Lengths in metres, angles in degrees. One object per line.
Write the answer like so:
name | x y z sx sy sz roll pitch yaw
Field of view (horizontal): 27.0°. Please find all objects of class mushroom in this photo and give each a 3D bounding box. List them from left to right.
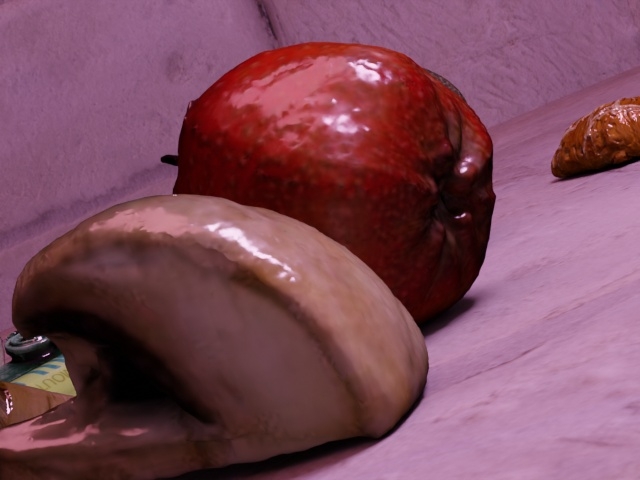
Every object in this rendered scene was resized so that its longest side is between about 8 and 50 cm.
mushroom | -0.084 0.056 0.921 0.292 0.212 0.217 -27 11 25

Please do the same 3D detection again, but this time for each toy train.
toy train | -0.276 0.154 1.266 0.157 0.105 0.253 -2 16 33

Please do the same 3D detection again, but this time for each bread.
bread | 0.363 -0.132 1.606 0.105 0.076 0.233 -25 4 -44

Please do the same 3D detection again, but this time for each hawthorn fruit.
hawthorn fruit | -0.014 -0.047 1.109 0.300 0.254 0.254 13 27 37

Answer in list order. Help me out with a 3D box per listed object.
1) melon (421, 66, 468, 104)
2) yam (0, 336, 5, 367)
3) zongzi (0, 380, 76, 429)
melon | 0.025 -0.069 1.441 0.302 0.237 0.237 -19 6 15
yam | -0.571 0.182 1.782 0.304 0.168 0.168 -19 6 41
zongzi | -0.348 0.192 1.100 0.300 0.145 0.274 -1 -19 -46
